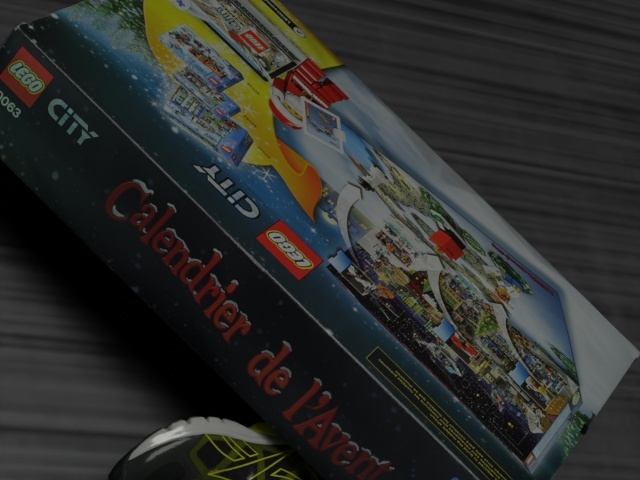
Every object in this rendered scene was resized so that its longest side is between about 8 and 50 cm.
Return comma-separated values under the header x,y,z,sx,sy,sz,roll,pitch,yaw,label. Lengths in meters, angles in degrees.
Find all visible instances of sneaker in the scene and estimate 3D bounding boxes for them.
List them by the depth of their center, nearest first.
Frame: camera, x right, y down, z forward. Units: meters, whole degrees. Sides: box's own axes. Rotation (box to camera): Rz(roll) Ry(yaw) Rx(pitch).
x,y,z,sx,sy,sz,roll,pitch,yaw,label
-0.030,0.079,0.656,0.083,0.031,0.035,-1,56,-39,sneaker

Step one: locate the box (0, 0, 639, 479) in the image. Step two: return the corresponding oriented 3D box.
x,y,z,sx,sy,sz,roll,pitch,yaw,label
0.000,0.000,0.720,0.233,0.044,0.159,45,29,5,box
